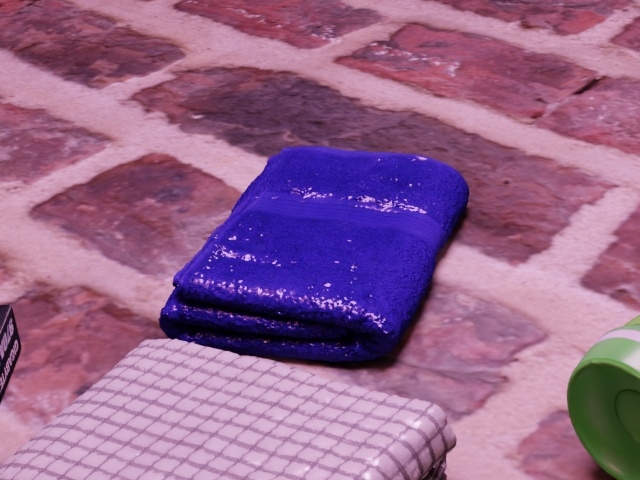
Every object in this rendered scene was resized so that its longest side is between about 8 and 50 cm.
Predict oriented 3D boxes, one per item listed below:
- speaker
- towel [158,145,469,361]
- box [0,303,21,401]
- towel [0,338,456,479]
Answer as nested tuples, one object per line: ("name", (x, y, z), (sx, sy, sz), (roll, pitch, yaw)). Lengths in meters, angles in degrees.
("speaker", (0.324, 0.075, 1.178), (0.296, 0.131, 0.131), (-28, 34, -33))
("towel", (0.000, 0.000, 1.442), (0.227, 0.076, 0.308), (2, 30, 18))
("box", (-0.363, 0.134, 1.303), (0.175, 0.051, 0.220), (-5, 29, 4))
("towel", (-0.070, 0.185, 1.079), (0.283, 0.121, 0.235), (10, 31, 31))
